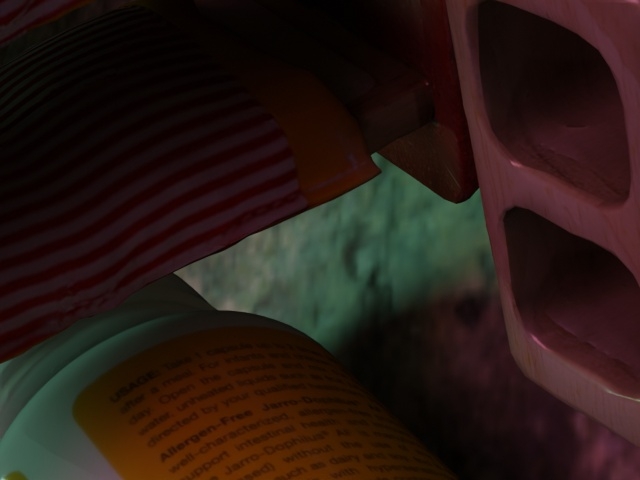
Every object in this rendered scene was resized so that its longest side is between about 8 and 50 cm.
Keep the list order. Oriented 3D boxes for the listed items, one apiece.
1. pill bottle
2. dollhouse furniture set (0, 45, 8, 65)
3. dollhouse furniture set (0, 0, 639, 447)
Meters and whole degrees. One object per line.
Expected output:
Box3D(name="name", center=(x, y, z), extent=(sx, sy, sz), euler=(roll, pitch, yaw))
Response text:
Box3D(name="pill bottle", center=(-0.017, 0.090, 0.501), extent=(0.208, 0.118, 0.117), euler=(41, 113, 47))
Box3D(name="dollhouse furniture set", center=(-0.273, -0.241, 0.724), extent=(0.394, 0.362, 0.256), euler=(27, 102, 20))
Box3D(name="dollhouse furniture set", center=(0.000, 0.000, 0.383), extent=(0.374, 0.201, 0.152), euler=(35, 147, 46))
